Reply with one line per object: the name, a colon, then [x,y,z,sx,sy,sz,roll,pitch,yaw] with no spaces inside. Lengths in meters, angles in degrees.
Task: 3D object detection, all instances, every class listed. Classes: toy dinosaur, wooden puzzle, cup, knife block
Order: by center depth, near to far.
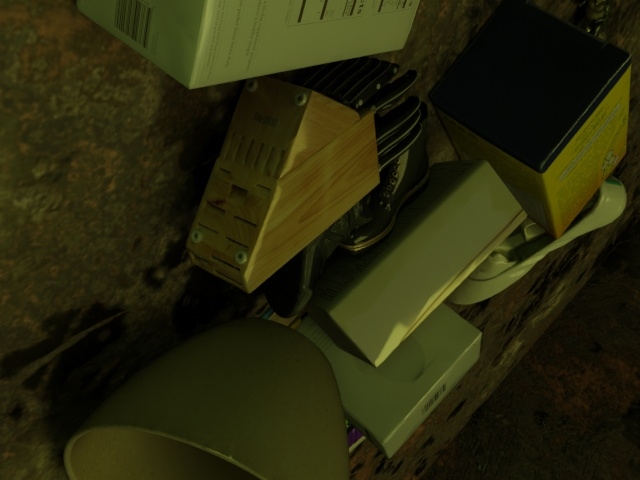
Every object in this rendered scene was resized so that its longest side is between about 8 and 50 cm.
knife block: [0.004,-0.077,0.822,0.242,0.088,0.275,14,98,-54]
cup: [-0.099,0.232,0.918,0.331,0.331,0.237,99,13,-46]
wooden puzzle: [-0.061,0.116,1.115,0.078,0.014,0.116,-46,155,-20]
toy dinosaur: [0.452,-0.354,1.283,0.118,0.064,0.268,-58,158,-1]

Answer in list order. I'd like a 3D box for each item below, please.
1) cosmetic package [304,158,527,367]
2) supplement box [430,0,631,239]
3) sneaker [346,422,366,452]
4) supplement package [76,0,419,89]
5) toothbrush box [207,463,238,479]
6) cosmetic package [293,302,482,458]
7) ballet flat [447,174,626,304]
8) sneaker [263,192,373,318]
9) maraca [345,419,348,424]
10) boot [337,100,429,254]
cosmetic package: [0.126,0.024,1.093,0.309,0.113,0.160,-44,-165,-10]
supplement box: [0.334,-0.173,1.167,0.195,0.194,0.356,-51,155,0]
sneaker: [0.029,0.358,1.475,0.293,0.102,0.146,-52,154,2]
supplement package: [-0.036,-0.218,0.572,0.244,0.139,0.133,-23,141,-44]
toothbrush box: [-0.124,0.343,1.183,0.206,0.122,0.283,-39,153,-23]
cosmetic package: [0.096,0.176,1.203,0.224,0.225,0.138,-45,156,-12]
ballet flat: [0.374,-0.012,1.432,0.400,0.139,0.139,-33,162,25]
sneaker: [0.000,0.000,0.976,0.130,0.087,0.227,-17,133,-40]
maraca: [-0.019,0.310,1.328,0.185,0.127,0.099,108,0,-48]
boot: [0.080,-0.088,1.024,0.198,0.077,0.137,-51,153,-32]
